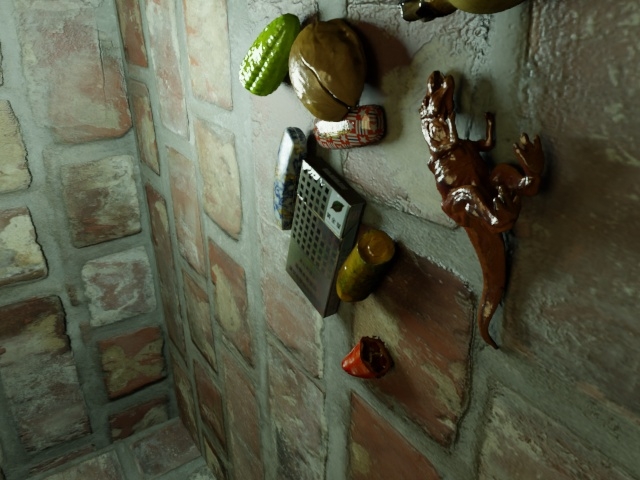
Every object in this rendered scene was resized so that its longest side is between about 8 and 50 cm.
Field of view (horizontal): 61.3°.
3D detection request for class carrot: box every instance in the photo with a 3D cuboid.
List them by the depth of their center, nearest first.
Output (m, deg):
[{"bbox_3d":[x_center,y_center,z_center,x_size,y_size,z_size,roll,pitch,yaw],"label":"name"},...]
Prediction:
[{"bbox_3d":[0.081,0.056,1.040,0.082,0.082,0.173,58,150,26],"label":"carrot"}]

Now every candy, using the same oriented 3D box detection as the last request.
[{"bbox_3d":[-0.099,-0.391,1.124,0.209,0.096,0.097,-42,68,52],"label":"candy"}]

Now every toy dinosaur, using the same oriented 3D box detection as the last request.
[{"bbox_3d":[0.223,-0.042,0.739,0.208,0.097,0.433,166,92,-74],"label":"toy dinosaur"}]

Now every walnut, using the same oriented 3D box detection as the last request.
[{"bbox_3d":[-0.007,-0.310,0.965,0.167,0.086,0.211,-60,42,38],"label":"walnut"}]

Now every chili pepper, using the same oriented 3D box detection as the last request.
[{"bbox_3d":[0.082,0.260,1.159,0.088,0.064,0.169,68,153,12],"label":"chili pepper"}]

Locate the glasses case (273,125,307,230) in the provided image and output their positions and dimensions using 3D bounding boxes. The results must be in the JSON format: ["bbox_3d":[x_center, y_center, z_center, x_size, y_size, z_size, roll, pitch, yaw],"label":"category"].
[{"bbox_3d":[-0.070,-0.135,1.216,0.087,0.065,0.248,-118,28,-42],"label":"glasses case"}]

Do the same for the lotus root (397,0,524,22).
[{"bbox_3d":[0.186,-0.343,0.583,0.183,0.182,0.310,67,152,13],"label":"lotus root"}]

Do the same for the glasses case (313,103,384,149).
[{"bbox_3d":[0.045,-0.207,1.005,0.194,0.049,0.073,8,111,58],"label":"glasses case"}]

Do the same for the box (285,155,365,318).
[{"bbox_3d":[-0.001,-0.001,1.185,0.180,0.047,0.325,49,143,36],"label":"box"}]
